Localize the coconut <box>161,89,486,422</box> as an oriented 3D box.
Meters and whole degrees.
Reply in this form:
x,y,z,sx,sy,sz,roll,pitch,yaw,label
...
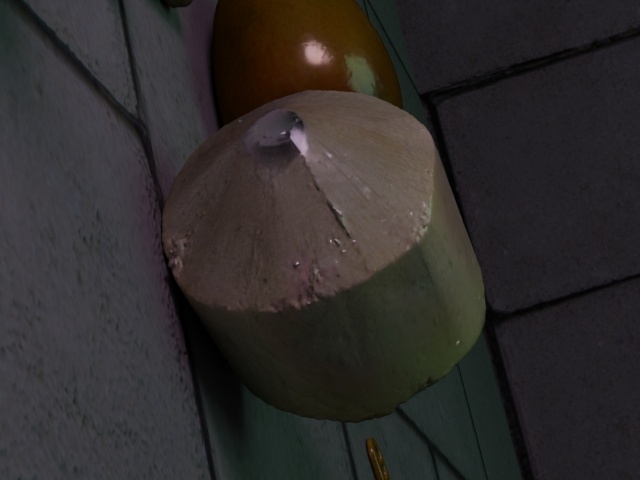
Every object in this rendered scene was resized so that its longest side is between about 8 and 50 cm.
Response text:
x,y,z,sx,sy,sz,roll,pitch,yaw,label
0.000,0.000,1.379,0.239,0.239,0.244,-96,164,-49,coconut

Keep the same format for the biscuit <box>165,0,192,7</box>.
x,y,z,sx,sy,sz,roll,pitch,yaw,label
-0.181,-0.385,1.579,0.217,0.044,0.325,44,30,-66,biscuit

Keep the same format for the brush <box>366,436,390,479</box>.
x,y,z,sx,sy,sz,roll,pitch,yaw,label
0.095,0.343,1.902,0.103,0.013,0.272,-3,75,-80,brush

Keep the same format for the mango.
x,y,z,sx,sy,sz,roll,pitch,yaw,label
-0.019,-0.168,1.729,0.317,0.173,0.211,-106,173,-50,mango
